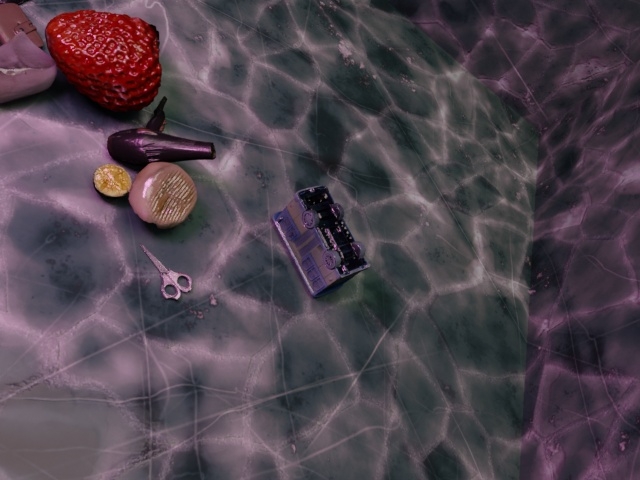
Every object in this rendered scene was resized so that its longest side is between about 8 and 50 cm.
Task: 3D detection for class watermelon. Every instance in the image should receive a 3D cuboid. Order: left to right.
[{"bbox_3d":[-0.580,-0.157,1.663,0.105,0.062,0.106,13,63,-27],"label":"watermelon"}]

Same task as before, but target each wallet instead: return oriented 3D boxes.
[{"bbox_3d":[-0.880,-0.608,1.725,0.118,0.038,0.153,-37,93,-44],"label":"wallet"}]

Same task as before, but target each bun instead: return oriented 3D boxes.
[{"bbox_3d":[-0.453,-0.121,1.690,0.178,0.127,0.193,51,54,-39],"label":"bun"}]

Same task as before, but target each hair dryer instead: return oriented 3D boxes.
[{"bbox_3d":[-0.461,-0.348,1.816,0.303,0.120,0.360,-2,43,-3],"label":"hair dryer"}]

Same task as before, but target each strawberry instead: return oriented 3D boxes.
[{"bbox_3d":[-0.614,-0.515,1.726,0.309,0.292,0.292,-6,66,-22],"label":"strawberry"}]

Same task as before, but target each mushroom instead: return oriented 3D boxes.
[{"bbox_3d":[-0.894,-0.420,1.545,0.177,0.126,0.397,45,45,8],"label":"mushroom"}]

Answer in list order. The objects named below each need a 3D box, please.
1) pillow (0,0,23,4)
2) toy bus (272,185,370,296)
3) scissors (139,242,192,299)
[{"bbox_3d":[-0.909,-0.777,1.785,0.141,0.055,0.208,61,40,-26],"label":"pillow"},{"bbox_3d":[0.000,0.000,1.921,0.152,0.190,0.312,-18,76,-42],"label":"toy bus"},{"bbox_3d":[-0.436,0.080,1.660,0.189,0.015,0.100,50,48,0],"label":"scissors"}]
